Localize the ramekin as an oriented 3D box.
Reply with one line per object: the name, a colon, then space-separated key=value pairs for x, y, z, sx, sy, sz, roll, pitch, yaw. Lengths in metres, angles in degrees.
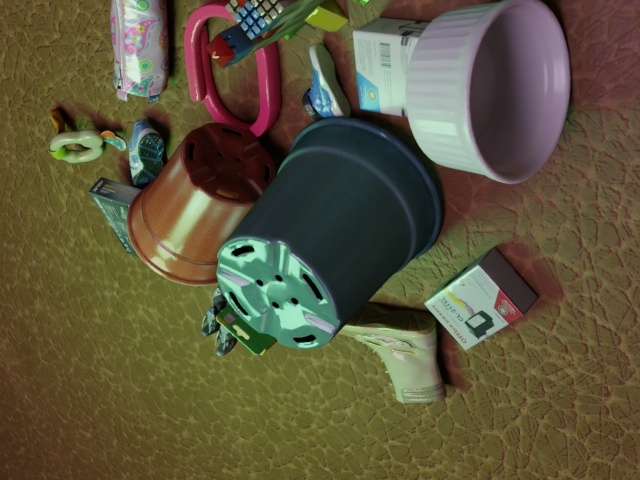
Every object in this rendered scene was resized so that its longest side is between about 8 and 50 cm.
ramekin: x=0.254 y=-0.230 z=1.427 sx=0.135 sy=0.277 sz=0.277 roll=11 pitch=125 yaw=44

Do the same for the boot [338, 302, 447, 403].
boot: x=0.140 y=0.241 z=1.979 sx=0.262 sy=0.095 sz=0.203 roll=4 pitch=122 yaw=33

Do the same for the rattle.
rattle: x=-0.560 y=-0.271 z=2.257 sx=0.200 sy=0.142 sz=0.130 roll=-20 pitch=137 yaw=31

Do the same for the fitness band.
fitness band: x=-0.174 y=-0.339 z=1.871 sx=0.209 sy=0.054 sz=0.290 roll=17 pitch=129 yaw=27

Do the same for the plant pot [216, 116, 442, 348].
plant pot: x=0.000 y=0.000 z=1.718 sx=0.341 sy=0.334 sz=0.341 roll=21 pitch=136 yaw=22

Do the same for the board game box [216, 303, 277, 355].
board game box: x=-0.100 y=0.137 z=1.982 sx=0.124 sy=0.259 sz=0.039 roll=40 pitch=137 yaw=11

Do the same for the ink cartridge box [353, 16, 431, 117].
ink cartridge box: x=0.166 y=-0.291 z=1.588 sx=0.203 sy=0.086 sz=0.148 roll=15 pitch=126 yaw=31

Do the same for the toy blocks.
toy blocks: x=-0.050 y=-0.430 z=1.545 sx=0.190 sy=0.261 sz=0.381 roll=54 pitch=137 yaw=-3

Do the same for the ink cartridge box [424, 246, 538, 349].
ink cartridge box: x=0.302 y=0.114 z=1.765 sx=0.127 sy=0.072 sz=0.175 roll=48 pitch=137 yaw=2

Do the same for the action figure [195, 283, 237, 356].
action figure: x=-0.221 y=0.130 z=2.203 sx=0.185 sy=0.099 sz=0.285 roll=33 pitch=132 yaw=26

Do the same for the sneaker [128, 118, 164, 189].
sneaker: x=-0.403 y=-0.192 z=2.160 sx=0.081 sy=0.080 sz=0.211 roll=60 pitch=148 yaw=32

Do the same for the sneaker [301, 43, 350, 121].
sneaker: x=-0.008 y=-0.291 z=1.755 sx=0.085 sy=0.058 sz=0.152 roll=-9 pitch=119 yaw=34

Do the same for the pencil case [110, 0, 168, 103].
pencil case: x=-0.377 y=-0.431 z=1.925 sx=0.124 sy=0.124 sz=0.284 roll=27 pitch=132 yaw=24

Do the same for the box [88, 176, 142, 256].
box: x=-0.432 y=-0.039 z=2.240 sx=0.183 sy=0.056 sz=0.231 roll=16 pitch=147 yaw=32

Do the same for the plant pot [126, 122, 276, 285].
plant pot: x=-0.232 y=-0.088 z=1.923 sx=0.272 sy=0.272 sz=0.265 roll=45 pitch=139 yaw=6
